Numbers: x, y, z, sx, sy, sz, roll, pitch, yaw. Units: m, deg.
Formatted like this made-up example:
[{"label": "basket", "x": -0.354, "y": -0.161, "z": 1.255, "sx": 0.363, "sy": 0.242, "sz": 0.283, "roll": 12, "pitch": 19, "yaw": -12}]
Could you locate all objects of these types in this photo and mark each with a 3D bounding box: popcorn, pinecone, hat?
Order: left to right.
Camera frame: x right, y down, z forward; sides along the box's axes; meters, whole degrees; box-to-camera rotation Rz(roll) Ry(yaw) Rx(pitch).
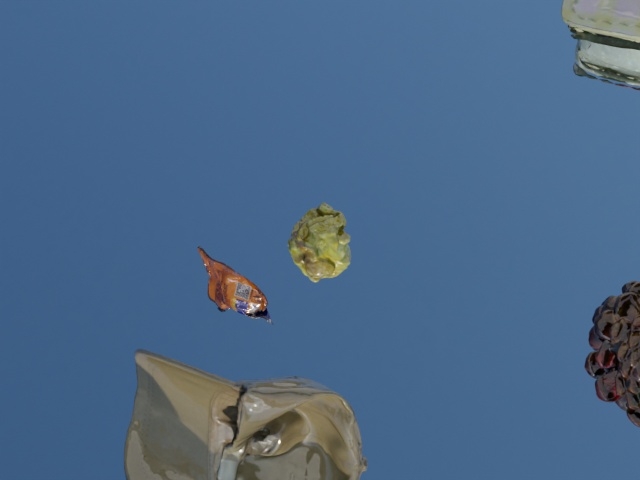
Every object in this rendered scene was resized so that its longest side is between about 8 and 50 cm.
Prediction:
[{"label": "hat", "x": -0.062, "y": 0.148, "z": 1.362, "sx": 0.144, "sy": 0.166, "sz": 0.173, "roll": -4, "pitch": -153, "yaw": -24}, {"label": "popcorn", "x": -0.002, "y": 0.002, "z": 1.703, "sx": 0.060, "sy": 0.068, "sz": 0.083, "roll": -7, "pitch": -124, "yaw": -5}, {"label": "pinecone", "x": 0.228, "y": 0.071, "z": 1.185, "sx": 0.102, "sy": 0.102, "sz": 0.109, "roll": 42, "pitch": -158, "yaw": -13}]

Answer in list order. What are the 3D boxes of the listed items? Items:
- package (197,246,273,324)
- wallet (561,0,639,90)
[{"label": "package", "x": -0.095, "y": 0.056, "z": 1.944, "sx": 0.033, "sy": 0.111, "sz": 0.077, "roll": -51, "pitch": -35, "yaw": -19}, {"label": "wallet", "x": 0.277, "y": -0.224, "z": 1.069, "sx": 0.077, "sy": 0.223, "sz": 0.309, "roll": 69, "pitch": -146, "yaw": -61}]
